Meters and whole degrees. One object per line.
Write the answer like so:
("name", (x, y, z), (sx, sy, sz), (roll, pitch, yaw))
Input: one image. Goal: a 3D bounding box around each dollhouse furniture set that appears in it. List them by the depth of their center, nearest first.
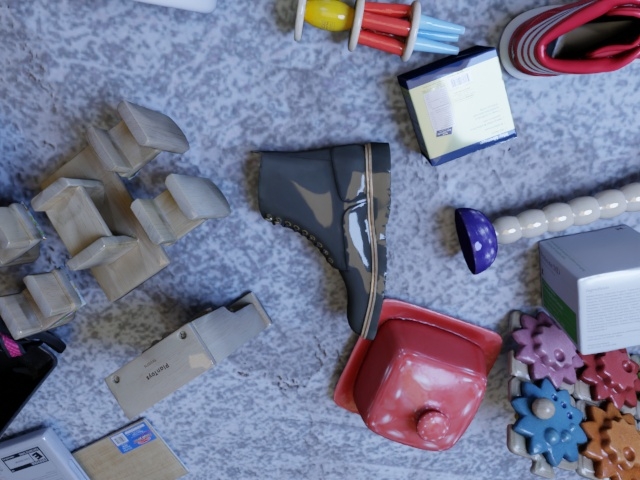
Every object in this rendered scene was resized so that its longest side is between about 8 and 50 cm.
("dollhouse furniture set", (-0.176, 0.025, 0.553), (0.212, 0.161, 0.242), (-33, 86, 12))

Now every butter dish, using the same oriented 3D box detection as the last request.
("butter dish", (0.111, 0.167, 0.599), (0.160, 0.118, 0.160), (19, 111, -8))

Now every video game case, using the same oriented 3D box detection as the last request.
("video game case", (-0.384, 0.342, 0.707), (0.212, 0.023, 0.193), (-20, 111, 11))

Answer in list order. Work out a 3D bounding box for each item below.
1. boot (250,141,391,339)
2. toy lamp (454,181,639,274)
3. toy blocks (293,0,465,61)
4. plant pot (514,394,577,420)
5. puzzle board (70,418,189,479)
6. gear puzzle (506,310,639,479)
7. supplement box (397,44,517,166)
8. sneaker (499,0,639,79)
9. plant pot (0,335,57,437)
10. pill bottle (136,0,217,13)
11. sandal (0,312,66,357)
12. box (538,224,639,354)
("boot", (0.000, 0.000, 0.563), (0.136, 0.077, 0.198), (1, 99, 4))
("toy lamp", (0.276, -0.035, 0.542), (0.274, 0.080, 0.080), (-16, 111, 4))
("toy blocks", (0.058, -0.223, 0.477), (0.148, 0.054, 0.123), (9, 112, -4))
("plant pot", (0.292, 0.215, 0.639), (0.081, 0.083, 0.081), (21, 110, -10))
("puzzle board", (-0.246, 0.283, 0.698), (0.128, 0.011, 0.096), (-27, 109, 9))
("gear puzzle", (0.357, 0.195, 0.593), (0.338, 0.176, 0.044), (20, 147, -9))
("supplement box", (0.126, -0.126, 0.515), (0.083, 0.056, 0.083), (-19, 111, 7))
("sneaker", (0.275, -0.178, 0.457), (0.221, 0.128, 0.087), (-20, 112, 8))
("plant pot", (-0.433, 0.170, 0.569), (0.187, 0.188, 0.167), (42, 120, -16))
("pill bottle", (-0.125, -0.290, 0.413), (0.119, 0.119, 0.209), (9, 111, -5))
("sandal", (-0.321, 0.089, 0.550), (0.067, 0.179, 0.040), (22, 72, 14))
("box", (0.291, 0.047, 0.562), (0.101, 0.101, 0.087), (-10, 111, 3))
